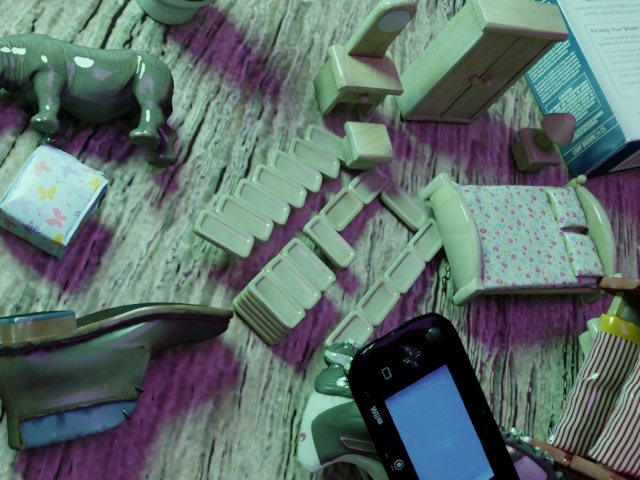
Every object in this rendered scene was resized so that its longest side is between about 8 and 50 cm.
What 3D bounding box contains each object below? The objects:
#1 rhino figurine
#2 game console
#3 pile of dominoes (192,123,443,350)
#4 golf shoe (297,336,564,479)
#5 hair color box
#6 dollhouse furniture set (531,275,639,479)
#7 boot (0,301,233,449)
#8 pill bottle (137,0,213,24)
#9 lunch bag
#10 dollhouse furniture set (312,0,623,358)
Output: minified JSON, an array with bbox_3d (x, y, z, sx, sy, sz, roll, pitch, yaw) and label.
[{"bbox_3d":[-0.243,-0.140,0.947,0.243,0.073,0.106,8,66,-23],"label":"rhino figurine"},{"bbox_3d":[0.117,0.242,0.876,0.213,0.044,0.361,-30,102,-26],"label":"game console"},{"bbox_3d":[0.000,0.000,1.041,0.196,0.040,0.251,45,45,0],"label":"pile of dominoes"},{"bbox_3d":[0.100,0.193,0.958,0.272,0.105,0.120,29,85,-21],"label":"golf shoe"},{"bbox_3d":[0.335,-0.257,1.298,0.173,0.105,0.347,-10,71,-32],"label":"hair color box"},{"bbox_3d":[0.423,0.197,1.040,0.374,0.152,0.201,25,84,-19],"label":"dollhouse furniture set"},{"bbox_3d":[-0.170,0.108,0.872,0.219,0.082,0.106,-3,88,-34],"label":"boot"},{"bbox_3d":[-0.126,-0.291,1.027,0.094,0.169,0.094,13,59,-22],"label":"pill bottle"},{"bbox_3d":[-0.234,-0.037,0.910,0.071,0.053,0.083,30,64,-9],"label":"lunch bag"},{"bbox_3d":[0.191,-0.058,1.060,0.303,0.174,0.356,0,62,-31],"label":"dollhouse furniture set"}]
